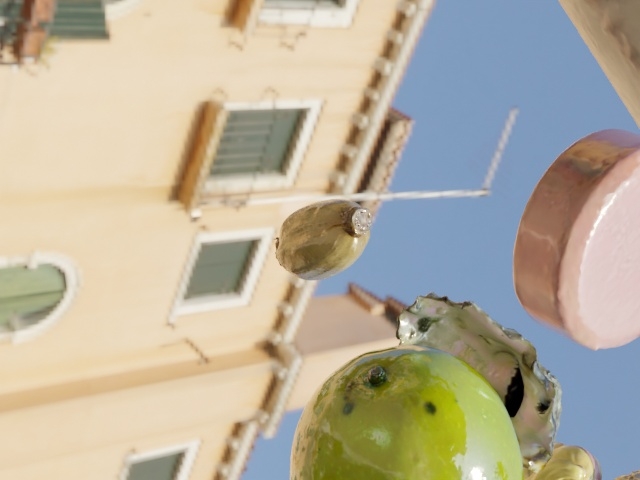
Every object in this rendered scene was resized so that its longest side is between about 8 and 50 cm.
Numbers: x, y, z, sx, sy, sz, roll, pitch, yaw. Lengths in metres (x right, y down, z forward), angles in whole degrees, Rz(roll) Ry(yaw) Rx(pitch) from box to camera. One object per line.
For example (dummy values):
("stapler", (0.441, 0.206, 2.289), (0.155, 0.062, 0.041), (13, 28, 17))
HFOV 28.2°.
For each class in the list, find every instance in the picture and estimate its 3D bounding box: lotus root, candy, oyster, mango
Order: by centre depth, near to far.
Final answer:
("mango", (0.062, 0.201, 0.954), (0.175, 0.143, 0.293), (14, -50, 21))
("lotus root", (0.000, 0.000, 1.185), (0.150, 0.062, 0.073), (-20, -118, 55))
("oyster", (0.157, 0.123, 1.193), (0.209, 0.072, 0.133), (33, -62, -3))
("candy", (0.323, 0.005, 1.415), (0.094, 0.255, 0.255), (28, -63, 46))

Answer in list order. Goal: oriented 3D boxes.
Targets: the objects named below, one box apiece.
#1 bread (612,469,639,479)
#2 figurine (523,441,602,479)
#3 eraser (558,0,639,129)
("bread", (0.365, 0.366, 1.391), (0.140, 0.106, 0.236), (-156, -125, -70))
("figurine", (0.239, 0.268, 1.409), (0.187, 0.083, 0.083), (-28, -107, 57))
("eraser", (0.212, -0.162, 0.752), (0.270, 0.095, 0.174), (53, -22, -12))
